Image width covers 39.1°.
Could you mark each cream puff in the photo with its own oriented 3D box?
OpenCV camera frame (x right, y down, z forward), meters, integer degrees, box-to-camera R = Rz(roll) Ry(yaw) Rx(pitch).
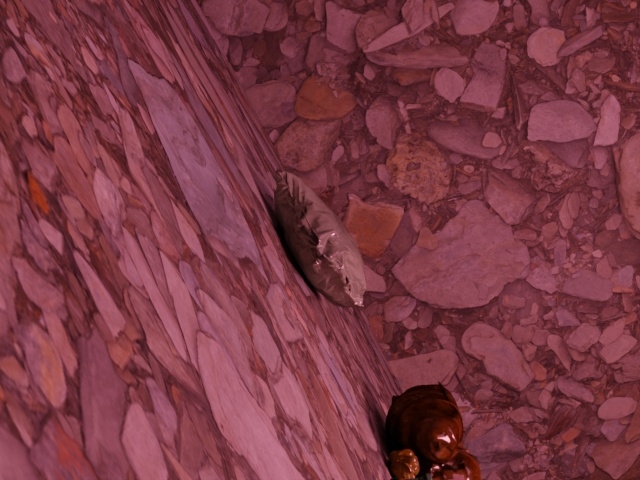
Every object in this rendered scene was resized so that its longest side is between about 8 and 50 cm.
[{"bbox_3d":[0.161,0.447,1.784,0.058,0.083,0.083,18,25,-6],"label":"cream puff"}]

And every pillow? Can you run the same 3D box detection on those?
[{"bbox_3d":[0.000,0.000,2.073,0.283,0.138,0.310,64,7,31],"label":"pillow"}]

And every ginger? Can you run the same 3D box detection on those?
[{"bbox_3d":[0.244,0.455,1.972,0.418,0.176,0.254,-119,-165,-82],"label":"ginger"}]

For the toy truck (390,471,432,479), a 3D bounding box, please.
[{"bbox_3d":[0.170,0.471,1.581,0.154,0.080,0.078,-101,-175,-77],"label":"toy truck"}]
